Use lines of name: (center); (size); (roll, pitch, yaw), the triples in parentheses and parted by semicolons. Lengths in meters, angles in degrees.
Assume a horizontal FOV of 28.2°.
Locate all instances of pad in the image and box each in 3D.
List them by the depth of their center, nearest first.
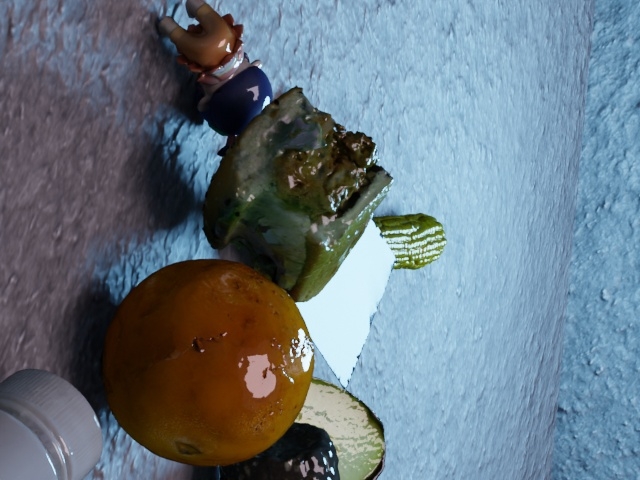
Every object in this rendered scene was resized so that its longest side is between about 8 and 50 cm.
pad: (0.000, 0.000, 1.788); (0.368, 0.007, 0.248); (58, 43, -37)

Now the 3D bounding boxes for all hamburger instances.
hamburger: (-0.042, -0.035, 1.497); (0.192, 0.167, 0.288); (-44, 169, -33)

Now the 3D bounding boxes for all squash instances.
squash: (-0.012, 0.285, 1.806); (0.204, 0.155, 0.237); (-17, 114, -64)

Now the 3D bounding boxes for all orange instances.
orange: (-0.127, 0.137, 1.427); (0.240, 0.240, 0.240); (-29, 123, -59)

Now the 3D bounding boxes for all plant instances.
plant: (-0.060, 0.412, 1.691); (0.181, 0.194, 0.321); (-130, -143, -78)

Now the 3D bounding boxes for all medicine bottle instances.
medicine bottle: (-0.318, 0.229, 1.162); (0.252, 0.144, 0.145); (-42, 134, -50)

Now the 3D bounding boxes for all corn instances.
corn: (0.121, 0.002, 2.066); (0.320, 0.097, 0.097); (-2, 99, -62)

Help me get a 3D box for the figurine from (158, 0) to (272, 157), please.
figurine: (-0.117, -0.187, 1.507); (0.111, 0.102, 0.195); (-40, 148, -6)

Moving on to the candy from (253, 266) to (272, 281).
candy: (-0.060, 0.030, 1.754); (0.062, 0.038, 0.122); (15, 84, -64)
